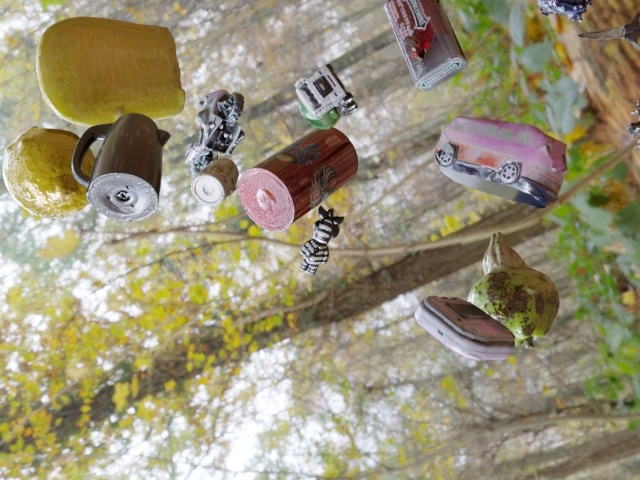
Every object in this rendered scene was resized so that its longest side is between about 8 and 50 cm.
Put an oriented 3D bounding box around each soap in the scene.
[{"bbox_3d":[-0.592,-0.471,2.161,0.427,0.115,0.305,-9,-80,-43],"label":"soap"}]

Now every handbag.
[{"bbox_3d":[0.725,-0.773,2.273,0.113,0.162,0.260,108,167,-62],"label":"handbag"}]

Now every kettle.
[{"bbox_3d":[-0.433,-0.168,1.662,0.144,0.202,0.232,84,-178,-46],"label":"kettle"}]

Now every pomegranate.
[{"bbox_3d":[0.477,0.121,1.890,0.222,0.204,0.276,9,-90,-43],"label":"pomegranate"}]

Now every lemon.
[{"bbox_3d":[-0.667,-0.169,1.909,0.233,0.233,0.288,51,171,-35],"label":"lemon"}]

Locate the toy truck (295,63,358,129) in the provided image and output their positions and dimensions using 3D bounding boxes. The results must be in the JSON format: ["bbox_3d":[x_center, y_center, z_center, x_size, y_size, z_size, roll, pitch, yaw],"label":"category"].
[{"bbox_3d":[0.010,-0.334,1.836,0.101,0.125,0.242,57,-175,6],"label":"toy truck"}]

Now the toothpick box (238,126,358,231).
[{"bbox_3d":[-0.060,-0.187,2.260,0.333,0.204,0.204,-39,-76,-44],"label":"toothpick box"}]

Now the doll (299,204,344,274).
[{"bbox_3d":[0.000,0.000,2.340,0.091,0.219,0.067,24,-167,2],"label":"doll"}]

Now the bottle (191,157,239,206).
[{"bbox_3d":[-0.249,-0.150,1.894,0.098,0.099,0.152,59,-156,-16],"label":"bottle"}]

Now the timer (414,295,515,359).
[{"bbox_3d":[0.316,0.187,1.666,0.209,0.069,0.191,5,-156,-45],"label":"timer"}]

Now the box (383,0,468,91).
[{"bbox_3d":[0.226,-0.448,1.665,0.069,0.120,0.224,14,-126,-53],"label":"box"}]

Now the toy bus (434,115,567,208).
[{"bbox_3d":[0.389,-0.176,1.656,0.128,0.147,0.303,24,179,-40],"label":"toy bus"}]

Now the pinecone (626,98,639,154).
[{"bbox_3d":[1.035,-0.310,2.246,0.243,0.244,0.257,39,-153,-53],"label":"pinecone"}]

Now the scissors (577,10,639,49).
[{"bbox_3d":[0.760,-0.528,1.943,0.022,0.300,0.109,14,113,58],"label":"scissors"}]

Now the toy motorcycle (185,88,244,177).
[{"bbox_3d":[-0.353,-0.364,2.538,0.143,0.327,0.188,12,-150,-39],"label":"toy motorcycle"}]
